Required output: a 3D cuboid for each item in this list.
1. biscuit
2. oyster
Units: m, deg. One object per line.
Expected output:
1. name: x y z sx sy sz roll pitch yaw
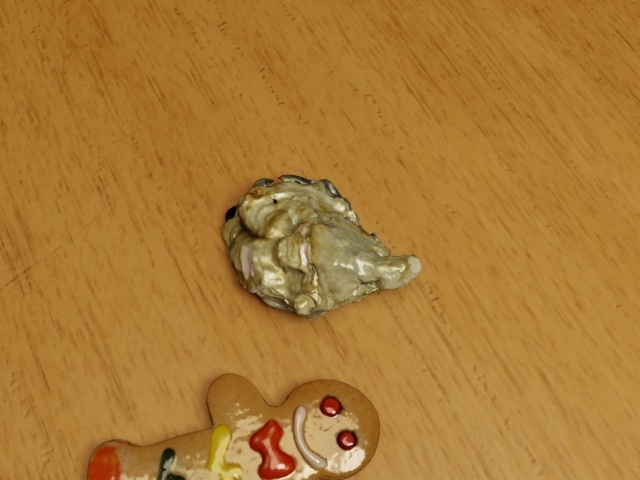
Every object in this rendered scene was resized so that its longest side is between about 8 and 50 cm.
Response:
1. biscuit: -0.064 0.190 0.623 0.250 0.036 0.165 -21 67 -14
2. oyster: 0.000 0.000 0.704 0.191 0.081 0.163 6 58 -4
